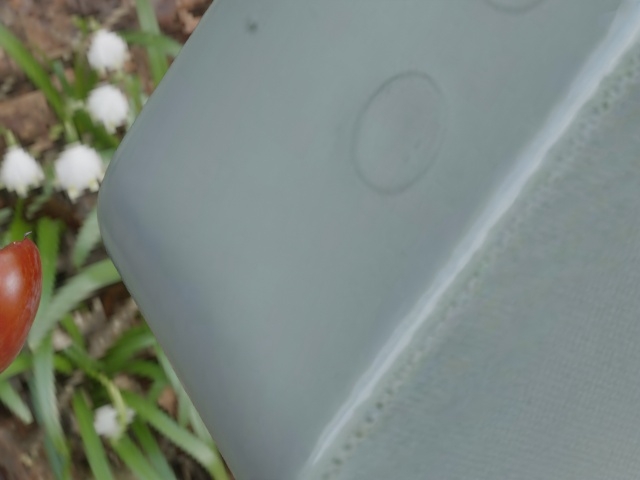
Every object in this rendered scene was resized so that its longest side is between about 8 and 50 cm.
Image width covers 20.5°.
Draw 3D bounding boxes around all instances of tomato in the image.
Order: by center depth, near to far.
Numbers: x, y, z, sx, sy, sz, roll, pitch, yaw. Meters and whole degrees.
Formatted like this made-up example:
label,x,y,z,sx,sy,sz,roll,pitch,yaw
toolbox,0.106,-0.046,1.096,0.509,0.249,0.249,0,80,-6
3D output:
label,x,y,z,sx,sy,sz,roll,pitch,yaw
tomato,-0.251,0.063,1.160,0.166,0.174,0.082,-23,94,-15

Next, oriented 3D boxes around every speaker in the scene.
label,x,y,z,sx,sy,sz,roll,pitch,yaw
speaker,0.101,-0.085,0.605,0.406,0.183,0.184,-54,48,15
